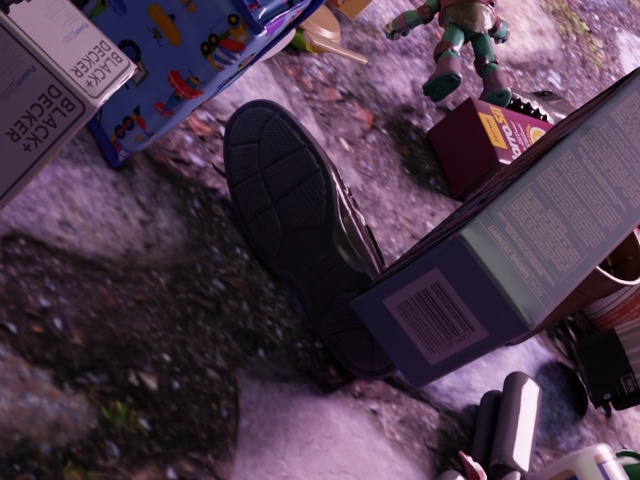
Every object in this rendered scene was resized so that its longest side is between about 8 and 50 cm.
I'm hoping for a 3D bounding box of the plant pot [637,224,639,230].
[{"bbox_3d":[0.510,-0.025,2.100,0.243,0.275,0.275,-11,65,-43],"label":"plant pot"}]

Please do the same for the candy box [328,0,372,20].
[{"bbox_3d":[0.010,-0.428,2.023,0.183,0.087,0.316,38,30,-19],"label":"candy box"}]

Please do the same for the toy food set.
[{"bbox_3d":[-0.032,-0.270,1.876,0.132,0.038,0.192,15,34,-50],"label":"toy food set"}]

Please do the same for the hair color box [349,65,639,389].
[{"bbox_3d":[0.216,-0.024,1.537,0.374,0.185,0.113,-38,92,-38],"label":"hair color box"}]

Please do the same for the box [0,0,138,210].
[{"bbox_3d":[-0.313,-0.176,1.293,0.290,0.169,0.087,45,32,-10],"label":"box"}]

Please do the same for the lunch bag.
[{"bbox_3d":[-0.095,-0.215,1.555,0.138,0.221,0.293,53,32,4],"label":"lunch bag"}]

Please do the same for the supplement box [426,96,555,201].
[{"bbox_3d":[0.234,-0.099,1.979,0.188,0.081,0.104,12,48,-45],"label":"supplement box"}]

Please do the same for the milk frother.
[{"bbox_3d":[0.358,0.115,1.857,0.129,0.135,0.143,57,13,-63],"label":"milk frother"}]

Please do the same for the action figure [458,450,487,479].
[{"bbox_3d":[0.239,0.322,1.387,0.370,0.248,0.276,53,31,-1],"label":"action figure"}]

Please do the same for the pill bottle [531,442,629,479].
[{"bbox_3d":[0.283,0.308,1.584,0.112,0.112,0.186,0,57,-52],"label":"pill bottle"}]

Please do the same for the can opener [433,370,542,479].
[{"bbox_3d":[0.165,0.220,1.564,0.093,0.074,0.280,44,32,-9],"label":"can opener"}]

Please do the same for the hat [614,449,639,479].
[{"bbox_3d":[0.442,0.265,1.758,0.208,0.183,0.173,-3,58,-52],"label":"hat"}]

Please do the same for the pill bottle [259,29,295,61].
[{"bbox_3d":[-0.093,-0.275,1.750,0.086,0.086,0.152,-13,67,-56],"label":"pill bottle"}]

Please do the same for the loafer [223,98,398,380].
[{"bbox_3d":[0.000,0.000,1.584,0.302,0.109,0.095,61,14,5],"label":"loafer"}]

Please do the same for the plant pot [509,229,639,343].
[{"bbox_3d":[0.249,0.023,1.790,0.167,0.165,0.167,31,37,-27],"label":"plant pot"}]

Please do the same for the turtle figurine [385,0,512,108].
[{"bbox_3d":[0.172,-0.271,2.014,0.175,0.118,0.234,3,52,-11],"label":"turtle figurine"}]

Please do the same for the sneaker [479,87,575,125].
[{"bbox_3d":[0.284,-0.161,2.118,0.234,0.078,0.106,24,34,-37],"label":"sneaker"}]

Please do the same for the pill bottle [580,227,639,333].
[{"bbox_3d":[0.356,0.038,1.949,0.216,0.121,0.121,48,32,-4],"label":"pill bottle"}]
